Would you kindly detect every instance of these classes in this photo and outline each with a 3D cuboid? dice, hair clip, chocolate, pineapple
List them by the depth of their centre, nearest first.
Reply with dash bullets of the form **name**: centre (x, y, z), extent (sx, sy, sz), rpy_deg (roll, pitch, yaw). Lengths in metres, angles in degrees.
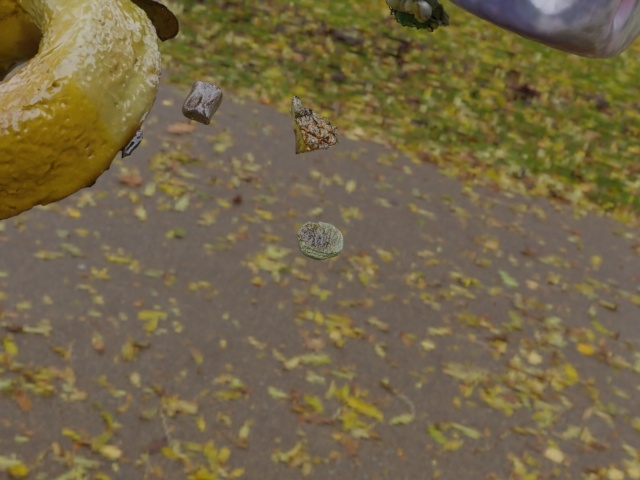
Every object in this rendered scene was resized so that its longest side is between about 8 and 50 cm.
- **dice**: centre (0.318, -0.407, 1.321), extent (0.270, 0.271, 0.270), rpy_deg (31, 26, 22)
- **pineapple**: centre (-0.026, -0.199, 1.788), extent (0.114, 0.077, 0.114), rpy_deg (-23, 85, -52)
- **hair clip**: centre (0.157, -0.477, 1.862), extent (0.138, 0.321, 0.091), rpy_deg (20, 69, 21)
- **chocolate**: centre (-0.219, -0.261, 1.884), extent (0.065, 0.031, 0.100), rpy_deg (22, 46, 0)

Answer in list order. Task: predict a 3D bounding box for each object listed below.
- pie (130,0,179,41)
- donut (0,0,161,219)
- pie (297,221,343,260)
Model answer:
- **pie**: centre (-0.370, -0.491, 2.223), extent (0.191, 0.088, 0.033), rpy_deg (35, 44, -52)
- **donut**: centre (-0.424, -0.255, 1.440), extent (0.378, 0.163, 0.434), rpy_deg (-12, 58, 15)
- **pie**: centre (0.000, 0.000, 1.761), extent (0.085, 0.020, 0.084), rpy_deg (8, 52, -10)
